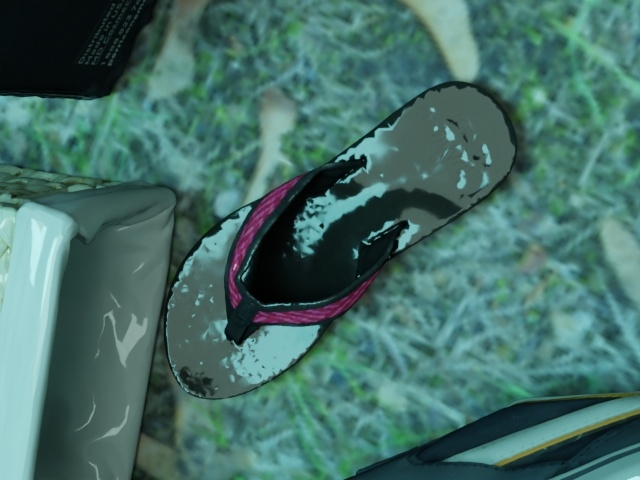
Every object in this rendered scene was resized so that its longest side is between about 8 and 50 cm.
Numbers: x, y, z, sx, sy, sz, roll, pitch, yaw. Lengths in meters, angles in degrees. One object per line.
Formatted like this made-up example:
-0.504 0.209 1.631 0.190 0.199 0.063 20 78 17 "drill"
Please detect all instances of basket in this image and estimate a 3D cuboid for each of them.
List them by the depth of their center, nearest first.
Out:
-0.135 0.053 0.473 0.103 0.113 0.167 12 100 12 "basket"

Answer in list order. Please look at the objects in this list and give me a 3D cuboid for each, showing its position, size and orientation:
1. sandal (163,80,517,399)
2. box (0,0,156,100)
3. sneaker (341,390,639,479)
0.000 0.000 0.473 0.179 0.040 0.067 -39 89 14 "sandal"
-0.197 -0.191 0.359 0.296 0.294 0.183 33 103 5 "box"
0.033 0.146 0.443 0.321 0.127 0.126 -19 92 16 "sneaker"
